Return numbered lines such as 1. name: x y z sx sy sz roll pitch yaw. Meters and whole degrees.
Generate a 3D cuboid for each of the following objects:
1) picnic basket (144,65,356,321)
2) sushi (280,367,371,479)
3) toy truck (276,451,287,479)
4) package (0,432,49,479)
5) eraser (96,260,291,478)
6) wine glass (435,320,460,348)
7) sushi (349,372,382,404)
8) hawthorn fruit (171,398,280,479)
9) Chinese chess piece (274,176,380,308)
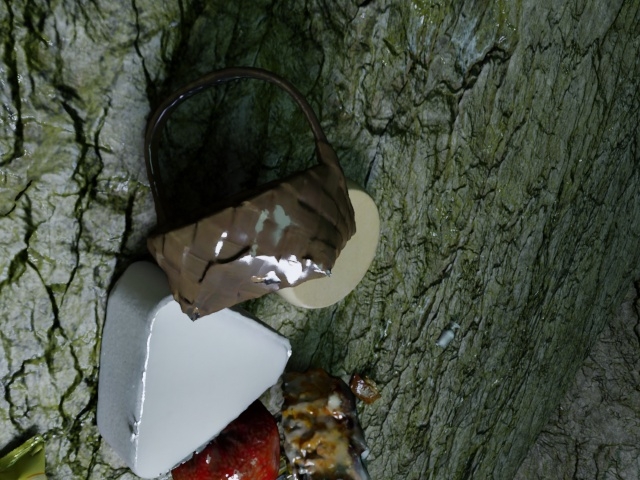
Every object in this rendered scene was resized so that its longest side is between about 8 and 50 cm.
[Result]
1. picnic basket: -0.117 -0.088 0.905 0.293 0.337 0.337 -19 139 14
2. sushi: 0.002 0.473 1.271 0.176 0.417 0.417 -1 117 -4
3. toy truck: -0.123 0.522 1.385 0.123 0.052 0.062 -16 117 -44
4. package: -0.450 0.418 0.916 0.168 0.090 0.226 -32 111 -43
5. eraser: -0.203 0.198 1.052 0.331 0.150 0.331 -21 123 -37
6. wine glass: 0.368 0.274 1.797 0.039 0.042 0.083 43 77 -19
7. sushi: 0.116 0.370 1.557 0.060 0.061 0.118 -45 137 -4
8. hawthorn fruit: -0.172 0.396 1.154 0.215 0.215 0.249 -42 151 -25
9. Chinese chess piece: 0.000 0.000 1.201 0.273 0.102 0.273 -25 129 -36
